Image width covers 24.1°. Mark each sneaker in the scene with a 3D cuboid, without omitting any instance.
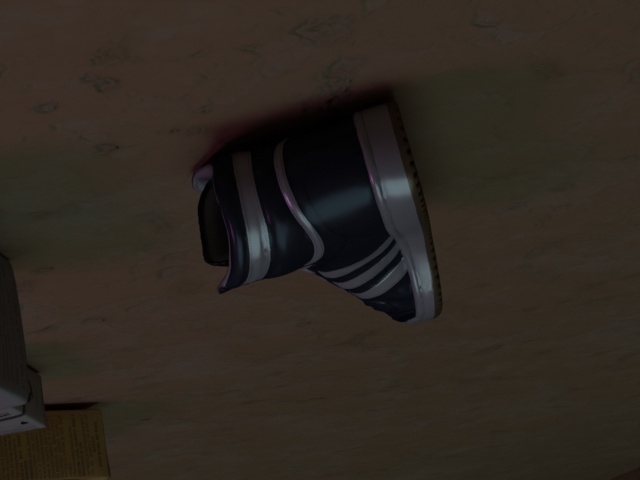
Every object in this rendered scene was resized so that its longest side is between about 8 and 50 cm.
[{"bbox_3d":[0.000,0.000,1.068,0.153,0.099,0.282,-17,156,1],"label":"sneaker"}]

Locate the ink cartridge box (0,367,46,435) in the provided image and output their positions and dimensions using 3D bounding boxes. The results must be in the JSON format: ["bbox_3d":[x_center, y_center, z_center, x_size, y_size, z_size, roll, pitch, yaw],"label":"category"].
[{"bbox_3d":[-0.326,0.149,1.417,0.099,0.056,0.135,-11,163,3],"label":"ink cartridge box"}]

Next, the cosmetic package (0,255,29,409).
[{"bbox_3d":[-0.279,0.047,1.022,0.086,0.117,0.231,-13,164,4],"label":"cosmetic package"}]

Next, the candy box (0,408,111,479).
[{"bbox_3d":[-0.412,0.247,1.622,0.316,0.087,0.183,2,159,-36],"label":"candy box"}]
